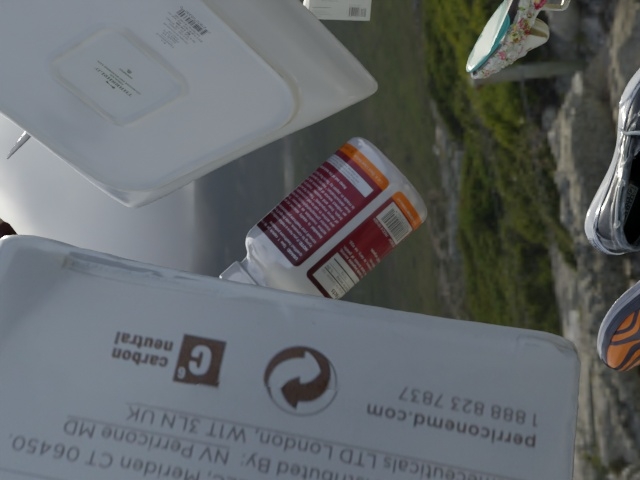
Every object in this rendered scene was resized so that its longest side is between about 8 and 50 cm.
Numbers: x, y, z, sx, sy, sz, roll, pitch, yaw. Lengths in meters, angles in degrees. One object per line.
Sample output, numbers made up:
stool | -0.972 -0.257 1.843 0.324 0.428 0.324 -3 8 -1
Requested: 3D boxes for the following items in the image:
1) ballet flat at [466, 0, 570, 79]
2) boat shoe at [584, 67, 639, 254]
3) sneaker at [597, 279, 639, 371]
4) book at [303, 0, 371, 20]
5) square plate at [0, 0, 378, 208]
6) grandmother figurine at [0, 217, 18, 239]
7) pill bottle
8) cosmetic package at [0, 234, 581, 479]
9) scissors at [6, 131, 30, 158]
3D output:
ballet flat | 0.264 -0.290 1.224 0.091 0.077 0.241 -81 13 -47
boat shoe | 0.465 -0.126 1.376 0.306 0.113 0.105 -63 10 -7
sneaker | 0.507 0.120 1.324 0.180 0.124 0.321 60 144 31
book | 0.029 -0.381 1.366 0.035 0.096 0.144 -140 50 -61
square plate | -0.183 -0.165 0.894 0.347 0.344 0.049 40 -136 -36
grandmother figurine | -0.388 0.049 1.101 0.104 0.342 0.208 -12 58 45
pill bottle | 0.000 0.000 0.744 0.086 0.152 0.086 48 177 3
cosmetic package | -0.062 0.243 0.627 0.394 0.329 0.327 105 175 -65
scissors | -0.423 -0.220 1.588 0.297 0.109 0.021 -89 3 -51
